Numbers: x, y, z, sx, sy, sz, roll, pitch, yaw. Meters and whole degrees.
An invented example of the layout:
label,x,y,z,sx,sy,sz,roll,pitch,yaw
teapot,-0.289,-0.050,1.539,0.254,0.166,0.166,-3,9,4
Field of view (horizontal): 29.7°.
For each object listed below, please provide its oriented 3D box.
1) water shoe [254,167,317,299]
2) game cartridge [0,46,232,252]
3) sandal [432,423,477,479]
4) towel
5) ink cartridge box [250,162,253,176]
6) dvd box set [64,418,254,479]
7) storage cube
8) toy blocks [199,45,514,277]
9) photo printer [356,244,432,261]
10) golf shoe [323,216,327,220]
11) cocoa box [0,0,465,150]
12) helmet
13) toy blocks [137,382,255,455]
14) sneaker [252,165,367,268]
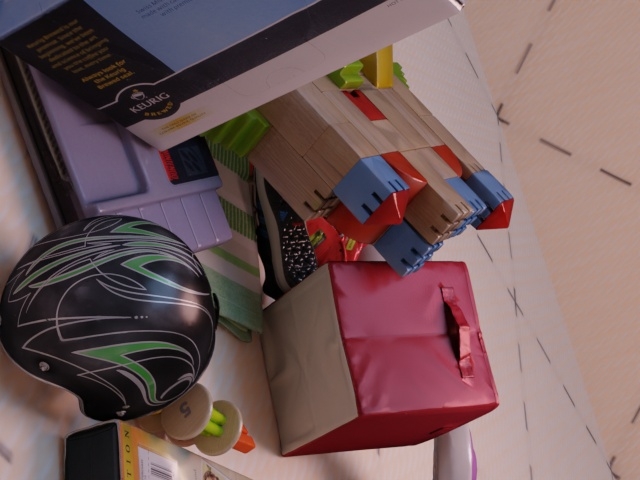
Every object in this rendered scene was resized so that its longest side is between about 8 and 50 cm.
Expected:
label,x,y,z,sx,sy,sz,roll,pitch,yaw
water shoe,-0.057,-0.026,1.484,0.073,0.080,0.203,4,73,-34
game cartridge,-0.212,-0.145,1.192,0.230,0.068,0.355,-20,89,-58
sandal,0.197,0.396,1.568,0.169,0.102,0.416,-86,173,-47
towel,-0.147,-0.065,1.376,0.248,0.038,0.325,36,42,-56
ink cartridge box,-0.087,-0.141,1.599,0.063,0.029,0.115,1,70,-68
dvd box set,-0.085,0.366,1.110,0.420,0.062,0.307,40,36,-55
storage cube,0.060,0.140,1.410,0.193,0.215,0.183,1,68,-32
toy blocks,0.068,-0.079,1.361,0.261,0.191,0.381,48,25,14
photo printer,0.101,0.063,1.720,0.256,0.107,0.307,-36,119,-75
golf shoe,-0.013,-0.087,1.678,0.094,0.077,0.198,26,50,-63
cocoa box,-0.086,-0.275,1.073,0.228,0.347,0.231,33,44,-47
helmet,-0.176,0.058,1.007,0.161,0.169,0.169,60,21,-51
toy blocks,-0.113,0.171,1.134,0.148,0.123,0.054,41,67,-53
sneaker,0.000,0.000,1.572,0.279,0.118,0.107,67,20,-11
